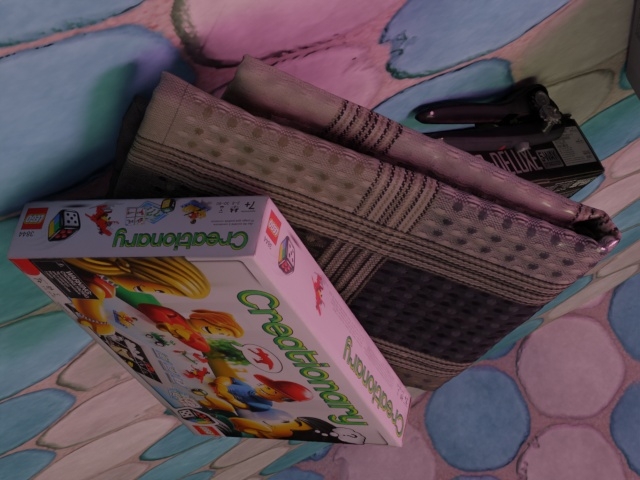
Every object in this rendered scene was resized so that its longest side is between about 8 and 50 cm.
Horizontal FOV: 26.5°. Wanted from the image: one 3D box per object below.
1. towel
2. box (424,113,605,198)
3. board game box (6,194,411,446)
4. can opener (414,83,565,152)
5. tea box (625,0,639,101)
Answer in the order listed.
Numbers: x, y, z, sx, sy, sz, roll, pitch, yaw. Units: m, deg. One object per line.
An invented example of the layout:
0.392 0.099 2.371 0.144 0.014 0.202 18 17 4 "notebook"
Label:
0.000 0.000 0.978 0.324 0.056 0.312 19 152 -10 "towel"
0.114 -0.021 1.395 0.307 0.076 0.242 -12 158 -47 "box"
-0.070 0.068 1.017 0.193 0.053 0.305 -1 149 25 "board game box"
0.156 -0.103 1.233 0.186 0.059 0.073 -13 159 -46 "can opener"
0.445 -0.112 1.200 0.220 0.323 0.329 -26 166 4 "tea box"
